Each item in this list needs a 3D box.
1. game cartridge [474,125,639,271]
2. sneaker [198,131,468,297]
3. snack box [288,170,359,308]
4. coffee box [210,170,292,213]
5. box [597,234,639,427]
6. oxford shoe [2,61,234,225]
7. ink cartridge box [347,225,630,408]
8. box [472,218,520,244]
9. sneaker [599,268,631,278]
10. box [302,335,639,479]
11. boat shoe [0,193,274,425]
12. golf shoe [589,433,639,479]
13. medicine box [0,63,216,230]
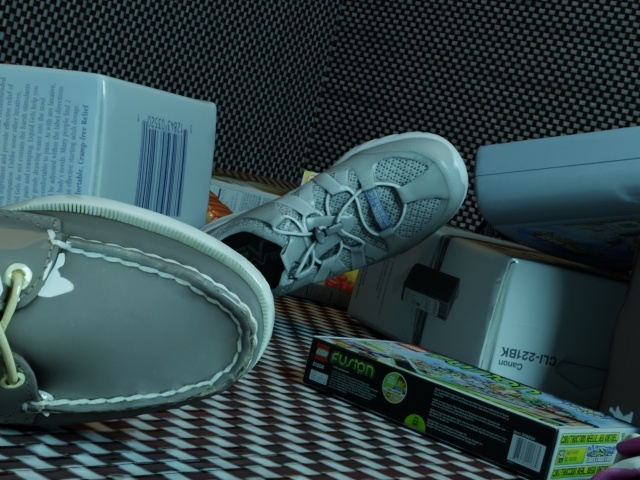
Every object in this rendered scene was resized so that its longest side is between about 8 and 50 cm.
[{"bbox_3d":[0.252,-0.024,1.062,0.198,0.062,0.297,-10,-16,33],"label":"game cartridge"},{"bbox_3d":[0.000,0.000,1.171,0.281,0.105,0.115,-26,11,18],"label":"sneaker"},{"bbox_3d":[0.015,0.000,1.440,0.100,0.141,0.037,15,-35,-1],"label":"snack box"},{"bbox_3d":[-0.094,-0.021,1.558,0.246,0.098,0.141,14,5,1],"label":"coffee box"},{"bbox_3d":[0.341,0.096,0.984,0.203,0.169,0.167,10,5,-34],"label":"box"},{"bbox_3d":[-0.219,-0.042,1.431,0.363,0.133,0.130,34,2,14],"label":"oxford shoe"},{"bbox_3d":[0.175,0.063,1.238,0.197,0.114,0.273,12,5,-24],"label":"ink cartridge box"},{"bbox_3d":[0.307,0.002,1.504,0.242,0.077,0.307,4,-17,-6],"label":"box"},{"bbox_3d":[0.300,0.029,1.314,0.107,0.279,0.118,-31,24,-34],"label":"sneaker"},{"bbox_3d":[0.101,0.112,0.921,0.207,0.036,0.114,17,6,40],"label":"box"},{"bbox_3d":[-0.182,0.032,0.628,0.324,0.117,0.097,9,10,-6],"label":"boat shoe"},{"bbox_3d":[0.199,0.121,0.673,0.140,0.115,0.306,11,3,7],"label":"golf shoe"},{"bbox_3d":[-0.275,-0.077,1.215,0.289,0.149,0.263,6,3,16],"label":"medicine box"}]
